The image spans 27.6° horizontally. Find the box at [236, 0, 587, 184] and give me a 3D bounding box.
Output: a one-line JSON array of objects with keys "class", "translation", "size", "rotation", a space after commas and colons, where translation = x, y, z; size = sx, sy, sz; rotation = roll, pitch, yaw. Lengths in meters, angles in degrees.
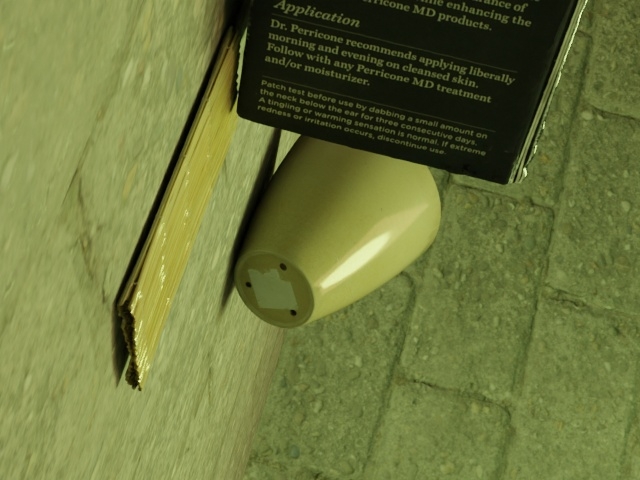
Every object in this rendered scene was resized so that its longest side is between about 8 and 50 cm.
[{"class": "box", "translation": [0.129, -0.400, 1.219], "size": [0.471, 0.297, 0.480], "rotation": [105, 0, -48]}]

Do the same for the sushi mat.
[{"class": "sushi mat", "translation": [-0.121, -0.031, 1.157], "size": [0.151, 0.019, 0.316], "rotation": [100, 6, -56]}]

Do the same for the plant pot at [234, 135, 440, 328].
[{"class": "plant pot", "translation": [0.000, 0.000, 1.856], "size": [0.274, 0.256, 0.256], "rotation": [-48, 158, -46]}]
